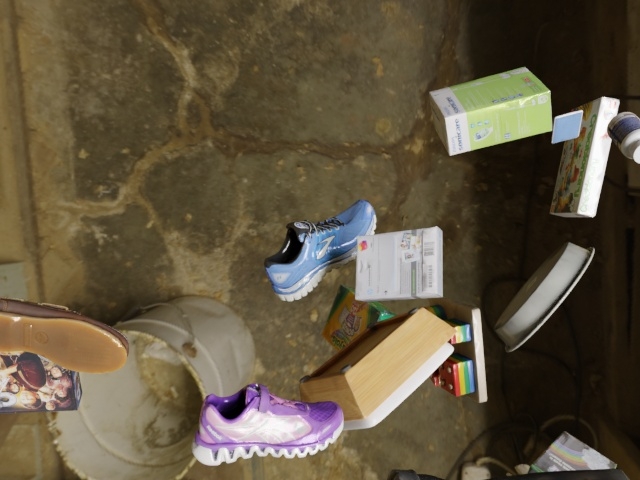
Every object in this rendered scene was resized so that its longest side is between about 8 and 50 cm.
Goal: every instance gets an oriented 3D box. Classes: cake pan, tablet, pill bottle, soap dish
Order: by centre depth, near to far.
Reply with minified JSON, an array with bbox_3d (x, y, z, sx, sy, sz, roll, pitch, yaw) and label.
[{"bbox_3d":[0.483,-0.222,1.229,0.054,0.083,0.006,-14,59,8],"label":"tablet"},{"bbox_3d":[0.109,0.259,1.276,0.290,0.229,0.118,-34,92,-34],"label":"soap dish"},{"bbox_3d":[0.642,-0.208,1.283,0.067,0.120,0.067,-1,127,-1],"label":"pill bottle"},{"bbox_3d":[0.483,0.116,1.378,0.054,0.293,0.293,39,99,11],"label":"cake pan"}]

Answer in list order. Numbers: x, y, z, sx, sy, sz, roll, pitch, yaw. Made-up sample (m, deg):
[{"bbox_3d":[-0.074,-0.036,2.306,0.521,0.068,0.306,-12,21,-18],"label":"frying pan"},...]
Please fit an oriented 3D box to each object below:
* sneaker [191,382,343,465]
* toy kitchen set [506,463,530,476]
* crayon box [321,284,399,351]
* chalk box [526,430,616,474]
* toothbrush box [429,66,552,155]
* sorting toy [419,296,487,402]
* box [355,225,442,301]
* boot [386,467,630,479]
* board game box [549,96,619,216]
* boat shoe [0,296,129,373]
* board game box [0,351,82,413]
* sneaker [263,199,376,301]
[{"bbox_3d":[-0.079,0.268,0.954,0.236,0.095,0.105,-4,106,-11],"label":"sneaker"},{"bbox_3d":[0.518,0.719,1.634,0.207,0.122,0.166,-34,108,-2],"label":"toy kitchen set"},{"bbox_3d":[0.110,0.241,1.721,0.081,0.278,0.166,18,94,-24],"label":"crayon box"},{"bbox_3d":[0.520,0.543,1.356,0.132,0.213,0.132,31,126,36],"label":"chalk box"},{"bbox_3d":[0.465,-0.361,1.733,0.283,0.206,0.122,-13,123,4],"label":"toothbrush box"},{"bbox_3d":[0.354,0.302,1.768,0.089,0.255,0.257,-8,96,-16],"label":"sorting toy"},{"bbox_3d":[0.165,0.053,1.325,0.186,0.038,0.145,-7,70,29],"label":"box"},{"bbox_3d":[0.348,0.523,0.967,0.444,0.367,0.146,7,127,-11],"label":"boot"},{"bbox_3d":[0.707,-0.216,1.688,0.053,0.193,0.306,11,92,-1],"label":"board game box"},{"bbox_3d":[-0.347,0.114,0.812,0.206,0.073,0.073,17,108,-8],"label":"boat shoe"},{"bbox_3d":[-0.510,0.201,0.977,0.243,0.042,0.165,0,125,-10],"label":"board game box"},{"bbox_3d":[0.000,0.000,1.541,0.330,0.129,0.147,-40,120,-16],"label":"sneaker"}]
